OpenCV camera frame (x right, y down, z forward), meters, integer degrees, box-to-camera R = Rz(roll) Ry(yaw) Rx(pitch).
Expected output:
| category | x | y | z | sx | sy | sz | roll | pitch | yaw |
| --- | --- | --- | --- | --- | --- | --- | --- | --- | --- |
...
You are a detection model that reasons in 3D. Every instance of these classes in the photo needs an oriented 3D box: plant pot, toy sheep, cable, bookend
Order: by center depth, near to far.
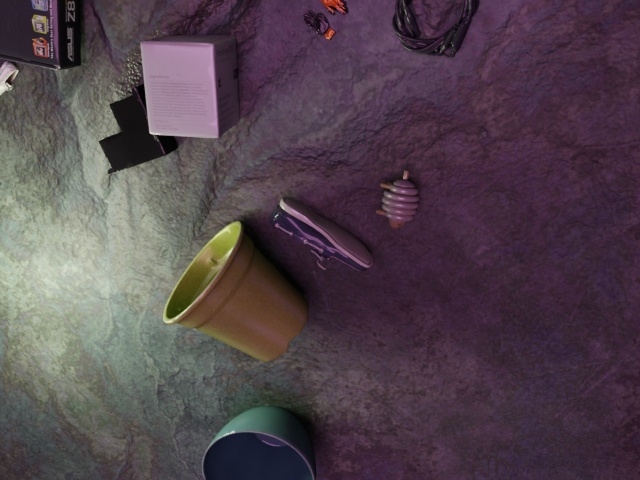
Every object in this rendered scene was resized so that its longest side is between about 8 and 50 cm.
| category | x | y | z | sx | sy | sz | roll | pitch | yaw |
| --- | --- | --- | --- | --- | --- | --- | --- | --- | --- |
| cable | 0.219 | -0.445 | 1.108 | 0.150 | 0.047 | 0.185 | 26 | 134 | 11 |
| toy sheep | 0.172 | -0.088 | 1.263 | 0.091 | 0.091 | 0.132 | 8 | 109 | 7 |
| bookend | -0.428 | -0.248 | 1.306 | 0.157 | 0.072 | 0.156 | -16 | 109 | 17 |
| plant pot | -0.176 | 0.141 | 1.347 | 0.254 | 0.276 | 0.276 | 40 | 115 | -21 |
| plant pot | -0.141 | 0.551 | 1.535 | 0.289 | 0.195 | 0.291 | 4 | 114 | 8 |

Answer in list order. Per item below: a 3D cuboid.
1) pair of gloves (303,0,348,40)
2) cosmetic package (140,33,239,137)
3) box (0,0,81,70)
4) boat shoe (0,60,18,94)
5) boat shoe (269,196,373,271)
| category | x | y | z | sx | sy | sz | roll | pitch | yaw |
| --- | --- | --- | --- | --- | --- | --- | --- | --- | --- |
| pair of gloves | 0.011 | -0.455 | 1.171 | 0.074 | 0.010 | 0.083 | 33 | 118 | -6 |
| cosmetic package | -0.261 | -0.321 | 1.201 | 0.151 | 0.151 | 0.184 | 5 | 115 | 8 |
| box | -0.654 | -0.578 | 1.191 | 0.317 | 0.097 | 0.395 | 14 | 114 | 8 |
| boat shoe | -0.721 | -0.359 | 1.333 | 0.035 | 0.035 | 0.100 | 39 | 108 | -5 |
| boat shoe | 0.000 | 0.000 | 1.325 | 0.254 | 0.095 | 0.079 | 33 | 113 | -3 |
